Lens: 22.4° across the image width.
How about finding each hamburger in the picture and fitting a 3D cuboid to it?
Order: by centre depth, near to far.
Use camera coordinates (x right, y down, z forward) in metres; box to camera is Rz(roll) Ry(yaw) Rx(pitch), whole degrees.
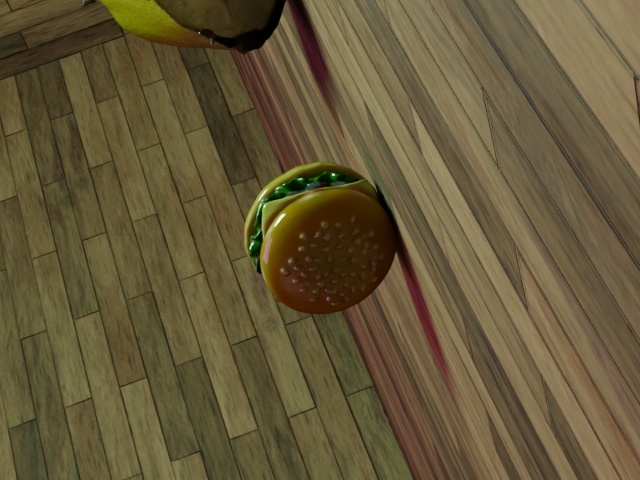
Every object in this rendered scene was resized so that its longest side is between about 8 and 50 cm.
[{"bbox_3d":[0.000,0.000,1.699,0.115,0.162,0.162,-117,7,-57],"label":"hamburger"}]

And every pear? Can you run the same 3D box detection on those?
[{"bbox_3d":[-0.181,-0.308,1.843,0.267,0.178,0.267,21,-121,-39],"label":"pear"}]
